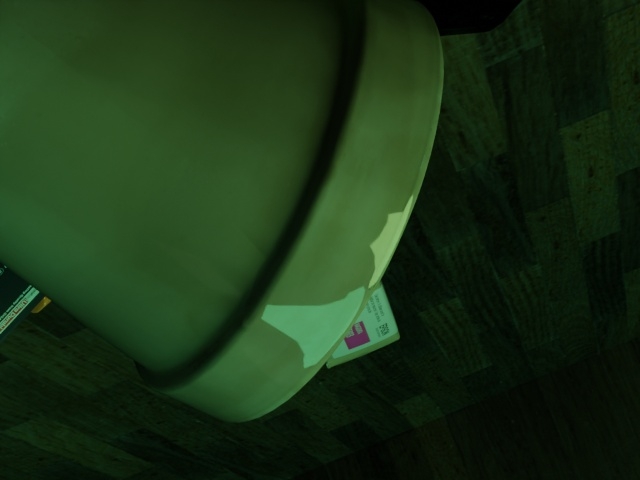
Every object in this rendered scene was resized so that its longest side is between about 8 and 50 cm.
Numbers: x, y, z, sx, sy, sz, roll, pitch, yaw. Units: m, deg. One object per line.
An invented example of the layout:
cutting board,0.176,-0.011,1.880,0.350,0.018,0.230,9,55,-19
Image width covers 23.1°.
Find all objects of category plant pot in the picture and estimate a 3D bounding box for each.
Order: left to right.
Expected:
plant pot,-0.123,-0.075,1.046,0.280,0.323,0.323,24,141,-21

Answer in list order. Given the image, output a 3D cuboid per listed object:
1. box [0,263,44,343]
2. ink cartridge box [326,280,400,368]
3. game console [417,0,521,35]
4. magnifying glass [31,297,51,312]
box,-0.241,-0.036,1.212,0.220,0.051,0.175,-47,144,-5
ink cartridge box,0.000,0.000,1.535,0.088,0.193,0.234,-21,161,0
game console,0.041,-0.220,1.213,0.361,0.044,0.213,-9,157,-30
magnifying glass,-0.193,-0.004,1.415,0.092,0.026,0.231,-36,-172,41
